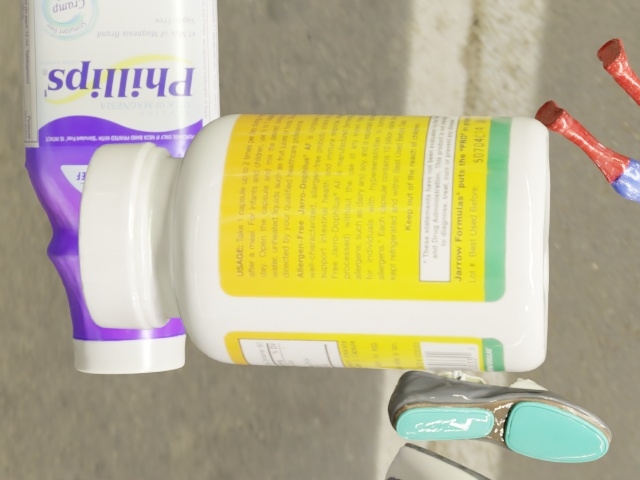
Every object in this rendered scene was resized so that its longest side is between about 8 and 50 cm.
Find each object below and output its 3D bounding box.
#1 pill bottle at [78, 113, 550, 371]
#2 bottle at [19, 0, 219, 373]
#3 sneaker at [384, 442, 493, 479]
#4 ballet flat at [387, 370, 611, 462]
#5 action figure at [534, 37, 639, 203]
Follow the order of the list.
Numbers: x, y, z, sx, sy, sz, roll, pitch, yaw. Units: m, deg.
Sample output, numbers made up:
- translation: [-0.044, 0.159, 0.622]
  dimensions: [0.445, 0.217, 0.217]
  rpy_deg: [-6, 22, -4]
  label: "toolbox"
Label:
- translation: [0.000, 0.000, 0.830]
  dimensions: [0.208, 0.117, 0.118]
  rpy_deg: [1, 109, 9]
  label: "pill bottle"
- translation: [-0.117, -0.064, 1.064]
  dimensions: [0.118, 0.092, 0.283]
  rpy_deg: [-1, 93, -2]
  label: "bottle"
- translation: [0.123, 0.212, 1.065]
  dimensions: [0.107, 0.275, 0.110]
  rpy_deg: [29, 83, -34]
  label: "sneaker"
- translation: [0.159, 0.149, 1.604]
  dimensions: [0.203, 0.074, 0.074]
  rpy_deg: [7, 107, -7]
  label: "ballet flat"
- translation: [0.269, -0.027, 1.255]
  dimensions: [0.280, 0.139, 0.091]
  rpy_deg: [43, 102, -14]
  label: "action figure"
